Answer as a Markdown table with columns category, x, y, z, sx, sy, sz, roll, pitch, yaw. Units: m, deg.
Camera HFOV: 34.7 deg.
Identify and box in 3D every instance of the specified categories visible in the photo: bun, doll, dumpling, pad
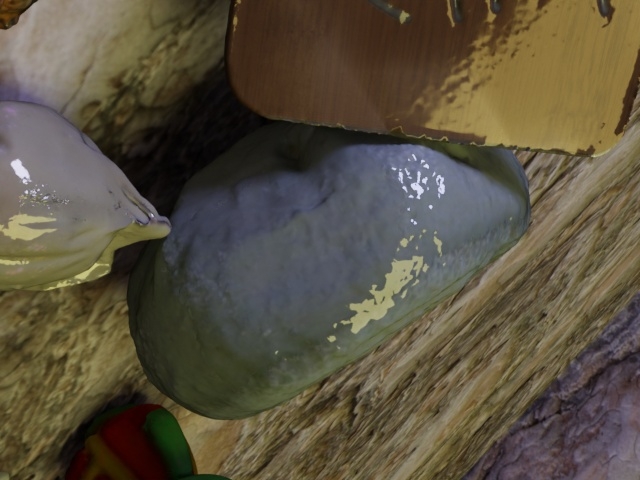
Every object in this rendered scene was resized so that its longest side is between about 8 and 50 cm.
| category | x | y | z | sx | sy | sz | roll | pitch | yaw |
| --- | --- | --- | --- | --- | --- | --- | --- | --- | --- |
| bun | -0.001 | 0.001 | 0.830 | 0.354 | 0.194 | 0.354 | -31 | 176 | -3 |
| doll | -0.110 | 0.313 | 0.956 | 0.160 | 0.363 | 0.182 | 7 | 125 | -44 |
| dumpling | -0.197 | -0.018 | 0.652 | 0.199 | 0.118 | 0.136 | 21 | 130 | -32 |
| pad | 0.093 | -0.201 | 0.637 | 0.284 | 0.018 | 0.286 | 6 | 109 | -13 |

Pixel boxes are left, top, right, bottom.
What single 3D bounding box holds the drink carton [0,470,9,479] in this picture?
| category | x | y | z | sx | sy | sz | roll | pitch | yaw |
| --- | --- | --- | --- | --- | --- | --- | --- | --- | --- |
| drink carton | -0.335 | 0.218 | 0.817 | 0.200 | 0.084 | 0.074 | -22 | 156 | -40 |

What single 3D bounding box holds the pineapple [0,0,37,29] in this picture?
| category | x | y | z | sx | sy | sz | roll | pitch | yaw |
| --- | --- | --- | --- | --- | --- | --- | --- | --- | --- |
| pineapple | -0.184 | -0.209 | 0.401 | 0.130 | 0.119 | 0.277 | 5 | 142 | 1 |
